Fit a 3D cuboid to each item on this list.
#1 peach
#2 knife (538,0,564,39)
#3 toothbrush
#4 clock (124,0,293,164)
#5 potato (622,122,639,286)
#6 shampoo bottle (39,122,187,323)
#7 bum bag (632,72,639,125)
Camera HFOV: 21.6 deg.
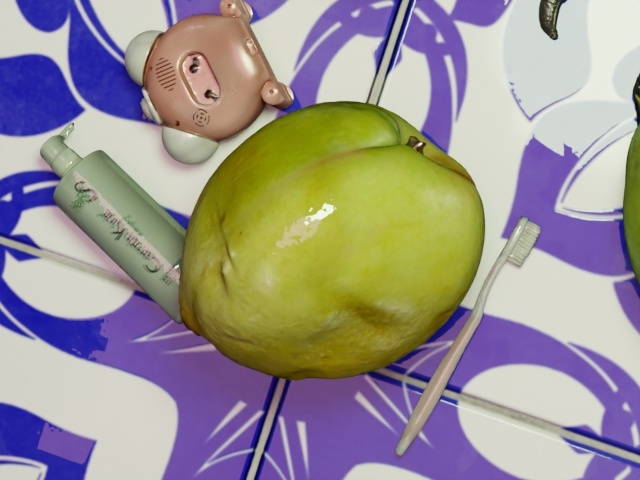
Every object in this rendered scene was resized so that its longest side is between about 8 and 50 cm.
[{"bbox_3d":[0.008,-0.002,1.789,0.315,0.314,0.281,-47,50,28],"label":"peach"},{"bbox_3d":[0.304,-0.330,1.876,0.045,0.021,0.222,33,99,8],"label":"knife"},{"bbox_3d":[0.166,0.112,1.895,0.029,0.025,0.307,29,94,0],"label":"toothbrush"},{"bbox_3d":[-0.134,-0.184,1.911,0.162,0.093,0.166,-27,86,11],"label":"clock"},{"bbox_3d":[0.433,-0.007,1.763,0.215,0.216,0.304,-12,97,9],"label":"potato"},{"bbox_3d":[-0.225,-0.022,1.927,0.262,0.085,0.085,44,96,7],"label":"shampoo bottle"},{"bbox_3d":[0.460,-0.172,1.832,0.232,0.060,0.107,-3,98,11],"label":"bum bag"}]
